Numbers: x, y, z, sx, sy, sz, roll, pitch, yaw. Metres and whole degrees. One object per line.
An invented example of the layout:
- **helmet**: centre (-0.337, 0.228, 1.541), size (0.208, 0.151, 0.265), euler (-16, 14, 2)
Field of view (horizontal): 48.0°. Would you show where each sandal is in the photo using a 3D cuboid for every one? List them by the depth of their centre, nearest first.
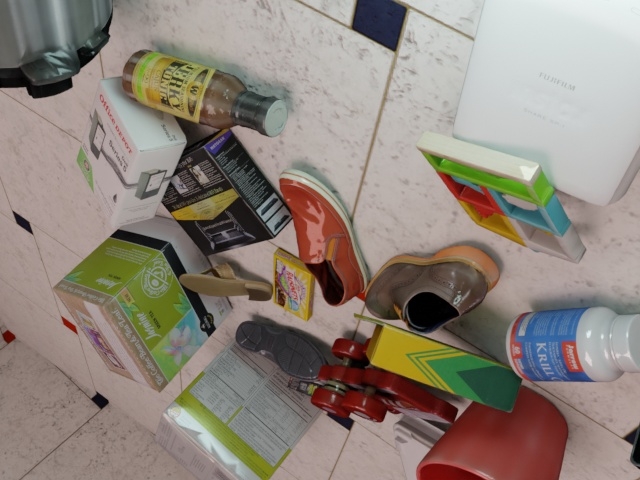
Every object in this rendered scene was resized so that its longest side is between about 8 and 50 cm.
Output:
- **sandal**: centre (-0.233, 0.095, 1.835), size (0.240, 0.079, 0.088), euler (9, 144, 6)

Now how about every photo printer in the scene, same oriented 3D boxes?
- **photo printer**: centre (0.309, -0.211, 0.885), size (0.256, 0.107, 0.307), euler (29, 146, 18)

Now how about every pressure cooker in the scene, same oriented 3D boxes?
- **pressure cooker**: centre (-0.537, -0.463, 1.215), size (0.376, 0.369, 0.420), euler (14, 146, -2)

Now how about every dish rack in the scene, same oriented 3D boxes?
- **dish rack**: centre (0.295, 0.609, 1.795), size (0.286, 0.072, 0.332), euler (19, 131, 54)

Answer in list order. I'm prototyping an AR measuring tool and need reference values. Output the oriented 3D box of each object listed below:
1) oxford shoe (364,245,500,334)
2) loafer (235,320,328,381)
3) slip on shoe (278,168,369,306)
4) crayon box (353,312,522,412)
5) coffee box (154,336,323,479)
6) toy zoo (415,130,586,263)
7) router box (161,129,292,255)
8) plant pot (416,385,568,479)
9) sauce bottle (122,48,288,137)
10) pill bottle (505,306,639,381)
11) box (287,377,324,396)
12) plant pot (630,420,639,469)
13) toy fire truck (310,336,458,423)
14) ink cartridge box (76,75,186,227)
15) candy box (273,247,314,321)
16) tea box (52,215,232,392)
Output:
- **oxford shoe**: centre (0.174, 0.109, 1.369), size (0.130, 0.132, 0.364), euler (45, 150, -9)
- **loafer**: centre (-0.089, 0.290, 1.911), size (0.303, 0.109, 0.095), euler (20, 176, 33)
- **slip on shoe**: centre (0.000, 0.000, 1.455), size (0.123, 0.101, 0.331), euler (8, 133, 43)
- **crayon box**: centre (0.203, 0.226, 1.375), size (0.319, 0.081, 0.202), euler (19, 177, 4)
- **coffee box**: centre (-0.243, 0.537, 2.117), size (0.338, 0.334, 0.337), euler (40, 148, 5)
- **toy zoo**: centre (0.280, -0.051, 1.070), size (0.192, 0.030, 0.293), euler (26, 170, 41)
- **router box**: centre (-0.234, -0.097, 1.595), size (0.309, 0.081, 0.243), euler (-12, 120, 52)
- **plant pot**: centre (0.368, 0.444, 1.469), size (0.275, 0.243, 0.275), euler (26, 145, 20)
- **sauce bottle**: centre (-0.217, -0.274, 1.348), size (0.344, 0.111, 0.111), euler (20, 142, 27)
- **pill bottle**: centre (0.432, 0.173, 1.196), size (0.221, 0.124, 0.124), euler (-15, 118, 52)
- **box**: centre (0.001, 0.399, 1.896), size (0.114, 0.036, 0.207), euler (22, 169, -19)
- **plant pot**: centre (0.629, 0.322, 1.131), size (0.187, 0.188, 0.167), euler (-2, 140, 46)
- **toy fire truck**: centre (0.141, 0.357, 1.691), size (0.254, 0.169, 0.302), euler (35, 156, -26)
- **ink cartridge box**: centre (-0.410, -0.190, 1.538), size (0.198, 0.115, 0.273), euler (58, 140, 18)
- **candy box**: centre (-0.065, 0.109, 1.717), size (0.105, 0.027, 0.206), euler (26, 145, 16)
- **tea box**: centre (-0.455, 0.158, 1.898), size (0.220, 0.323, 0.329), euler (13, 139, 36)
